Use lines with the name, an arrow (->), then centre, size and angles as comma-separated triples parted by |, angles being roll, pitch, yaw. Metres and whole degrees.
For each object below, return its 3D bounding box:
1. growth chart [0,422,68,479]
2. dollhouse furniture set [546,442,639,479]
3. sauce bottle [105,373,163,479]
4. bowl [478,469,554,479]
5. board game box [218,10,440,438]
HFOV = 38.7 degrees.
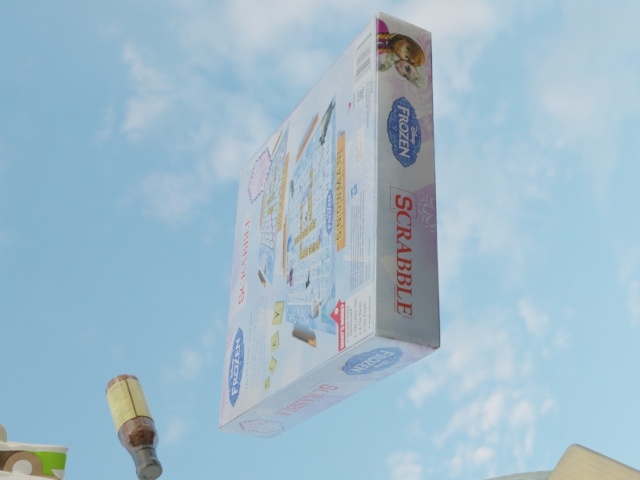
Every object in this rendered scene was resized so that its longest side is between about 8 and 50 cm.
growth chart -> -0.209, 0.170, 0.494 | 0.021, 0.237, 0.172 | 100, -174, -52
dollhouse furniture set -> 0.121, 0.157, 0.293 | 0.161, 0.181, 0.101 | -49, -47, -23
sauce bottle -> -0.193, 0.195, 0.950 | 0.042, 0.128, 0.042 | -13, -50, -16
bowl -> 0.129, 0.286, 0.464 | 0.311, 0.163, 0.312 | 1, -61, 3
board game box -> 0.000, 0.000, 0.887 | 0.065, 0.318, 0.319 | 15, -120, -23
